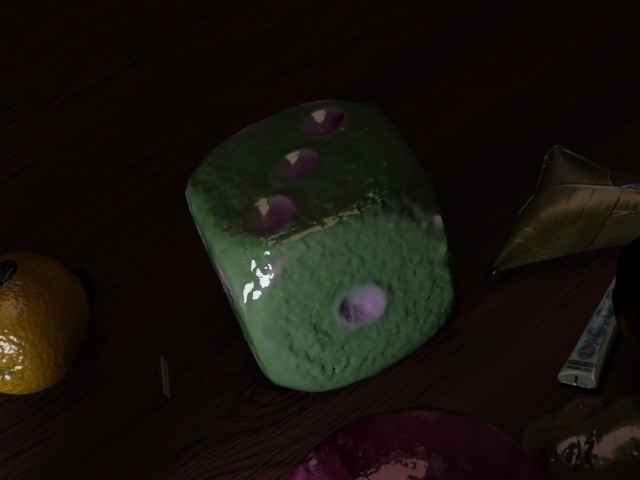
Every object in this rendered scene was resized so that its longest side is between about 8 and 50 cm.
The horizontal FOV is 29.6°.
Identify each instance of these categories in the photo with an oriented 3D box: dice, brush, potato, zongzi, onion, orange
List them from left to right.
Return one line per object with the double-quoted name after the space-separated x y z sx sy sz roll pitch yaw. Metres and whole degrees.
-0.469 0.128 1.902 0.236 0.236 0.236 -10 41 9 "orange"
-0.242 0.213 1.874 0.013 0.016 0.083 -27 39 9 "brush"
0.000 0.000 1.790 0.322 0.318 0.330 -23 40 -6 "dice"
0.122 0.357 1.315 0.358 0.358 0.345 -50 13 -31 "onion"
0.398 -0.010 1.823 0.228 0.115 0.256 22 61 32 "zongzi"
0.378 0.269 1.482 0.262 0.165 0.165 0 44 25 "potato"

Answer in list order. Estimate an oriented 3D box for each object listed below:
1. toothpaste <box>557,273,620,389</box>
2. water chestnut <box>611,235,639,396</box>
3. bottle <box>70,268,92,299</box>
0.409 0.116 1.729 0.062 0.039 0.239 10 50 34 "toothpaste"
0.514 0.099 1.560 0.289 0.244 0.289 -10 33 7 "water chestnut"
-0.511 0.090 2.069 0.244 0.082 0.072 -6 87 15 "bottle"
